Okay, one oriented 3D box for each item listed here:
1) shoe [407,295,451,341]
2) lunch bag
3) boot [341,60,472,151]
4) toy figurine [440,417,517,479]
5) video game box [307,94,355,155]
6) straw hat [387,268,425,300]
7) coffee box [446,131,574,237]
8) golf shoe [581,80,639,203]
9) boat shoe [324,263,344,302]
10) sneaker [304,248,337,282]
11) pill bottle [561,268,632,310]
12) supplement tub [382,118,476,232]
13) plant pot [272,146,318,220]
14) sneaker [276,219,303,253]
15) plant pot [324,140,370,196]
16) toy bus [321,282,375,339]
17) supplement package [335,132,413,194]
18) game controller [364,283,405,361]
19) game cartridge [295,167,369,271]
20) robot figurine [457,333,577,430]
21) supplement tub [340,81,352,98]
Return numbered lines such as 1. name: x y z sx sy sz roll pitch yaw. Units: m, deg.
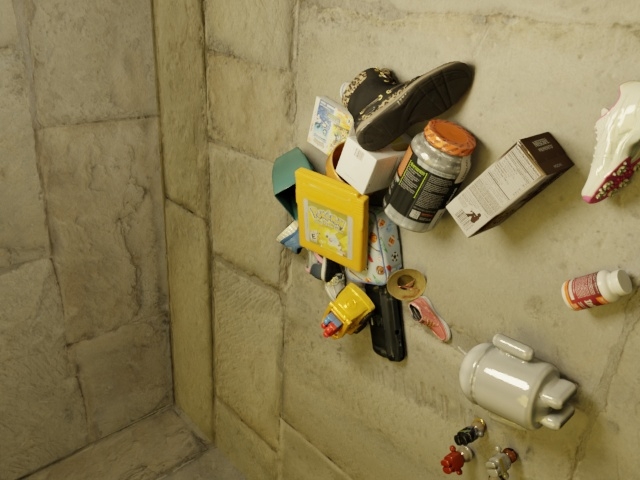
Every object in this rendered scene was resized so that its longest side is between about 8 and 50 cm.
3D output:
1. shoe: 0.371 0.279 1.887 0.178 0.081 0.063 59 139 15
2. lunch bag: 0.171 0.006 1.995 0.243 0.115 0.303 6 110 50
3. boot: 0.242 -0.456 1.677 0.377 0.138 0.284 -35 38 12
4. toy figurine: 0.535 0.733 1.832 0.213 0.148 0.209 36 123 38
5. video game box: 0.045 -0.411 2.031 0.205 0.048 0.187 39 133 33
6. straw hat: 0.298 0.139 1.928 0.061 0.144 0.144 -92 13 -56
7. coffee box: 0.512 -0.148 1.498 0.119 0.168 0.297 58 138 16
8. golf shoe: 0.706 -0.233 1.303 0.140 0.115 0.306 52 131 38
9. boat shoe: 0.057 0.147 2.198 0.076 0.083 0.226 -26 84 51
10. sneaker: 0.000 0.000 2.109 0.131 0.112 0.319 19 110 31
11. pill bottle: 0.718 0.127 1.427 0.152 0.086 0.086 -31 80 50
12. supplement tub: 0.331 -0.195 1.668 0.193 0.193 0.316 48 135 26
13. plant pot: -0.086 -0.237 2.104 0.166 0.165 0.234 -27 46 12
14. sneaker: -0.033 -0.054 2.217 0.147 0.130 0.330 46 132 -4
15. plant pot: 0.096 -0.217 1.936 0.205 0.205 0.188 61 149 13
16. toy bus: 0.076 0.299 2.061 0.149 0.211 0.220 44 146 17
17. supplement package: 0.194 -0.260 1.760 0.139 0.244 0.134 44 134 28
18. game controller: 0.242 0.301 2.075 0.166 0.067 0.319 15 115 61
19. game cartridge: 0.037 -0.069 1.901 0.285 0.053 0.323 24 137 29
20. robot figurine: 0.564 0.427 1.629 0.353 0.200 0.300 18 116 44
21. supplement tub: 0.126 -0.508 1.881 0.107 0.071 0.071 20 119 44
